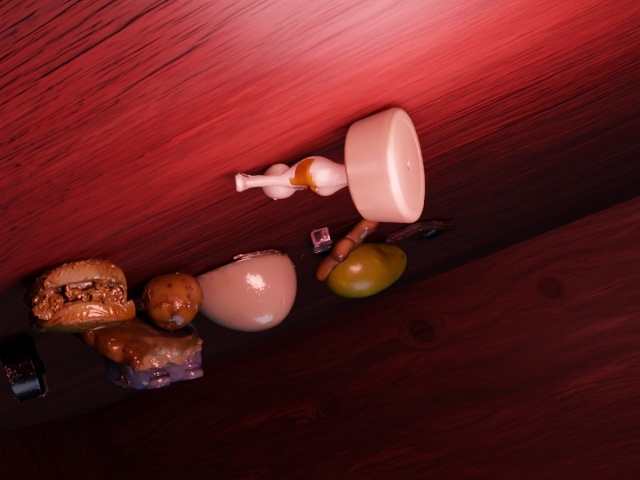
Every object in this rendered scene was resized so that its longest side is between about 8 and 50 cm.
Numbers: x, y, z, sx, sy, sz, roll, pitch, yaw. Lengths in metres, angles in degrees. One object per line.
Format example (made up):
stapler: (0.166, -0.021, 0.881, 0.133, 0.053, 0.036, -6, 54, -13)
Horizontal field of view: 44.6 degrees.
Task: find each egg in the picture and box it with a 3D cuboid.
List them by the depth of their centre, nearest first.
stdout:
egg: (-0.185, 0.145, 1.912, 0.264, 0.174, 0.286, -2, 163, -46)

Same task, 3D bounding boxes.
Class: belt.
belt: (-0.707, 0.312, 1.874, 0.078, 0.151, 0.198, -17, 171, -15)

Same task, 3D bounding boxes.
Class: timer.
timer: (0.012, -0.100, 1.221, 0.266, 0.175, 0.175, -6, 174, 22)

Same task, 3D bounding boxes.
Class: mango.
mango: (0.119, 0.083, 2.175, 0.185, 0.149, 0.273, -19, 173, 32)

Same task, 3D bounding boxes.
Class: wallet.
wallet: (0.295, -0.021, 2.251, 0.124, 0.042, 0.230, -24, 166, 34)

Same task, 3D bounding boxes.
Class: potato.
potato: (-0.328, 0.130, 1.737, 0.137, 0.137, 0.176, -18, -172, -10)

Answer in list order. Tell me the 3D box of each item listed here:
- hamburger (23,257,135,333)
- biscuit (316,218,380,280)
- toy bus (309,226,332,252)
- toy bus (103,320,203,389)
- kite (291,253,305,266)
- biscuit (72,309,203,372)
hamburger: (-0.444, 0.108, 1.437, 0.189, 0.122, 0.215, -9, 170, -16)
biscuit: (0.066, 0.015, 1.928, 0.164, 0.047, 0.208, -42, 177, -20)
toy bus: (0.000, 0.000, 1.877, 0.052, 0.037, 0.130, -14, 170, -3)
toy bus: (-0.485, 0.317, 2.206, 0.232, 0.197, 0.294, -14, 175, 31)
kite: (-0.130, 0.117, 2.057, 0.189, 0.232, 0.009, 19, 159, 49)
biscuit: (-0.394, 0.215, 1.714, 0.329, 0.078, 0.335, 17, -175, -21)
